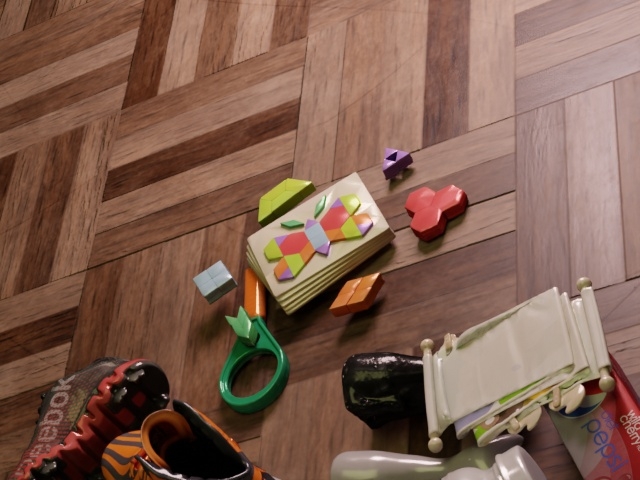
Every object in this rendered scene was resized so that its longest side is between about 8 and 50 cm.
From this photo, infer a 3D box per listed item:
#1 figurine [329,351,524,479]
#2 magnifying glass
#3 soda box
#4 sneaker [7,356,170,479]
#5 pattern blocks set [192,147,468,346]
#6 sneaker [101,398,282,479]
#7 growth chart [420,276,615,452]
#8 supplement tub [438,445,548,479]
[{"bbox_3d":[0.125,0.203,1.921,0.209,0.092,0.215,-13,45,23],"label":"figurine"},{"bbox_3d":[-0.081,0.120,2.222,0.092,0.026,0.231,-23,42,19],"label":"magnifying glass"},{"bbox_3d":[0.294,0.201,1.772,0.083,0.092,0.263,-35,37,9],"label":"soda box"},{"bbox_3d":[-0.312,0.249,2.218,0.135,0.097,0.276,20,64,48],"label":"sneaker"},{"bbox_3d":[0.000,0.000,2.249,0.325,0.026,0.285,-41,39,-9],"label":"pattern blocks set"},{"bbox_3d":[-0.166,0.243,2.034,0.321,0.180,0.124,9,57,44],"label":"sneaker"},{"bbox_3d":[0.196,0.132,1.836,0.237,0.021,0.172,-26,42,31],"label":"growth chart"},{"bbox_3d":[0.118,0.337,1.697,0.272,0.191,0.191,-33,38,8],"label":"supplement tub"}]
